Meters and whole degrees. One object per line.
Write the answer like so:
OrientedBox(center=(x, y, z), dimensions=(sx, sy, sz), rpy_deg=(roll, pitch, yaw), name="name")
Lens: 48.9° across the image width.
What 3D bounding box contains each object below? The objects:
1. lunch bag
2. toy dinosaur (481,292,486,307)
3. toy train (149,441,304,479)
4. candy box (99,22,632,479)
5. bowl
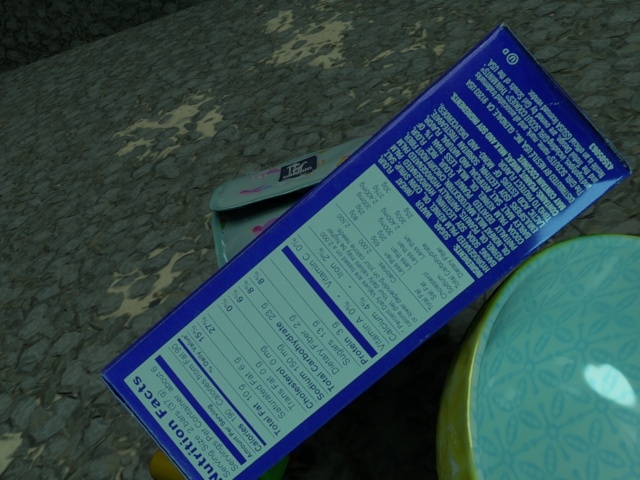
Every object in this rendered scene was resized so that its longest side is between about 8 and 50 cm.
OrientedBox(center=(0.000, 0.000, 0.786), dimensions=(0.223, 0.160, 0.262), rpy_deg=(-18, 56, 8), name="lunch bag")
OrientedBox(center=(0.189, 0.124, 0.655), dimensions=(0.092, 0.053, 0.183), rpy_deg=(-23, 37, -25), name="toy dinosaur")
OrientedBox(center=(-0.147, 0.217, 0.700), dimensions=(0.247, 0.105, 0.143), rpy_deg=(2, 55, 35), name="toy train")
OrientedBox(center=(0.037, 0.023, 0.527), dimensions=(0.317, 0.122, 0.268), rpy_deg=(-40, -6, 7), name="candy box")
OrientedBox(center=(0.189, 0.157, 0.470), dimensions=(0.289, 0.289, 0.156), rpy_deg=(-51, -2, -33), name="bowl")
